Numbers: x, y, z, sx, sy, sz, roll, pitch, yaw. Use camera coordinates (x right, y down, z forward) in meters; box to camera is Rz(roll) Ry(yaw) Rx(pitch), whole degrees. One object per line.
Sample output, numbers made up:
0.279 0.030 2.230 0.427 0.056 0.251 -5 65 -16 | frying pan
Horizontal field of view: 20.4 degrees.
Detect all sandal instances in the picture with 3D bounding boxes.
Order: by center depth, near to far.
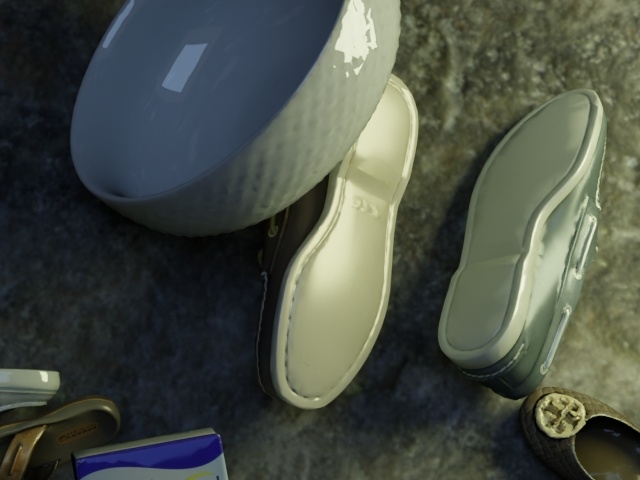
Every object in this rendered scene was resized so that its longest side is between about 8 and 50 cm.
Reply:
-0.250 0.190 1.525 0.180 0.072 0.049 -22 44 -17 | sandal

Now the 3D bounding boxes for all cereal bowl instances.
-0.058 -0.142 1.578 0.141 0.339 0.339 37 63 -37 | cereal bowl

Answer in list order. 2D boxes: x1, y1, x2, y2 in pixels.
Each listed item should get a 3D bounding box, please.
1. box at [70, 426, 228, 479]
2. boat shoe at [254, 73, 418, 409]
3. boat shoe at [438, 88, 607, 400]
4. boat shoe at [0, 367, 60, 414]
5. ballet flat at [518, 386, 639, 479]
-0.139 0.237 1.500 0.126 0.072 0.137 -9 89 -9 | box
0.000 0.000 1.612 0.116 0.096 0.324 29 67 -37 | boat shoe
0.202 0.002 1.645 0.099 0.116 0.319 46 53 -35 | boat shoe
-0.337 0.156 1.539 0.227 0.079 0.081 -7 86 -7 | boat shoe
0.286 0.210 1.574 0.250 0.058 0.084 38 70 10 | ballet flat
